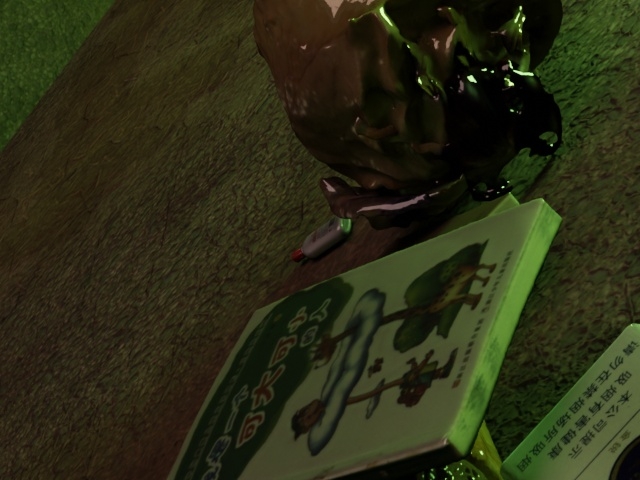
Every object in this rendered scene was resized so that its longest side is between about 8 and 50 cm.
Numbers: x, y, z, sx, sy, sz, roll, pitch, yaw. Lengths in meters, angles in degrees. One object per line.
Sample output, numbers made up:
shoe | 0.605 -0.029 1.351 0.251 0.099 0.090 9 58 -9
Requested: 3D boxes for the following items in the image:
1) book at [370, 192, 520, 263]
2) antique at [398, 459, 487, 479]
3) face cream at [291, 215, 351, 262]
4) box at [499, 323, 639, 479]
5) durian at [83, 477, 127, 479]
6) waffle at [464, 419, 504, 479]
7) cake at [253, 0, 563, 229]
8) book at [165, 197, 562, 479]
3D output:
book | 0.060 0.053 1.695 0.217 0.021 0.310 -43 6 -18
antique | 0.078 0.249 1.329 0.148 0.146 0.152 -37 24 19
face cream | 0.000 0.000 2.021 0.083 0.021 0.040 -34 26 29
box | 0.246 0.173 1.245 0.168 0.071 0.259 -48 22 0
durian | -0.265 0.356 1.760 0.198 0.163 0.394 -36 19 19
waffle | 0.006 0.242 1.531 0.327 0.098 0.224 -42 21 11
cake | 0.120 -0.165 1.813 0.332 0.332 0.321 -36 63 26
book | 0.021 0.113 1.435 0.371 0.043 0.260 -24 29 44
